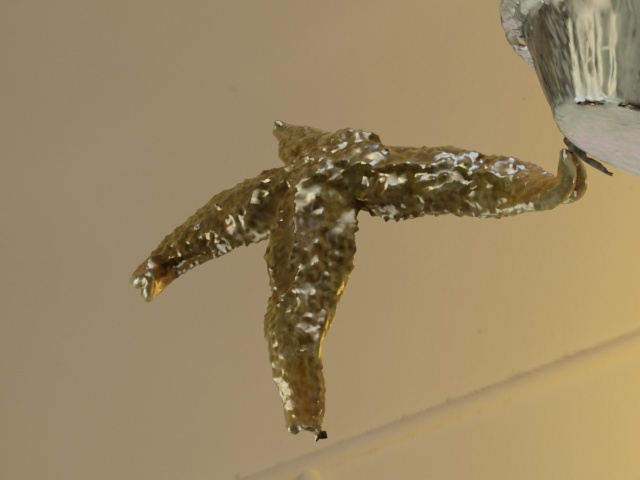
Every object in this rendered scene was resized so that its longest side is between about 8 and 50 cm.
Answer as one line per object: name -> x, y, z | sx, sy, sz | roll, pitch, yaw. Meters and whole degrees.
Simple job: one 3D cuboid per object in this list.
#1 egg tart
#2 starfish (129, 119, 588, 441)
egg tart -> 0.210, -0.089, 0.618 | 0.234, 0.234, 0.094 | 23, -97, 7
starfish -> 0.000, 0.000, 0.987 | 0.432, 0.082, 0.324 | 24, -110, 46
